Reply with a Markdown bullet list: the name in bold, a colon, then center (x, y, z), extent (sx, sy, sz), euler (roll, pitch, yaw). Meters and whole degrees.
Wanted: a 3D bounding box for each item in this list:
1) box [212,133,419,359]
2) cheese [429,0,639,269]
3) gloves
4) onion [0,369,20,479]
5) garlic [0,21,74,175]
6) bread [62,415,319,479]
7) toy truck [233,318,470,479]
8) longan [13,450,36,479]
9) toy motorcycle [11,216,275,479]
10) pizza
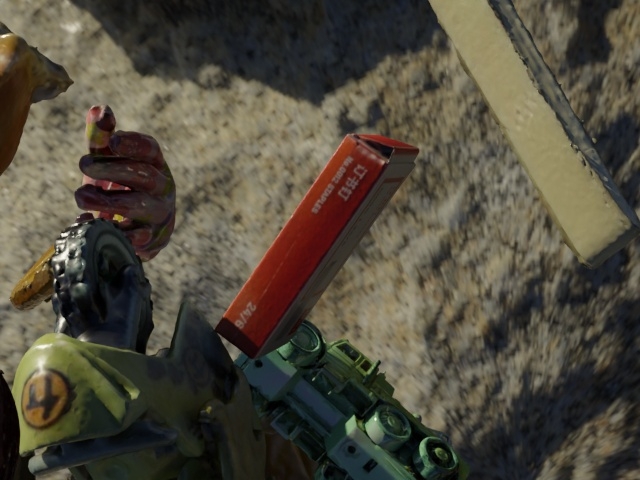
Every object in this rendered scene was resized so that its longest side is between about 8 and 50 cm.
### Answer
- **box**: center (0.000, -0.001, 1.299), extent (0.050, 0.123, 0.229), euler (37, 101, 8)
- **cheese**: center (0.171, -0.159, 1.316), extent (0.034, 0.085, 0.400), euler (-17, 70, -29)
- **gloves**: center (-0.225, -0.061, 1.674), extent (0.126, 0.241, 0.145), euler (12, 66, -11)
- **onion**: center (-0.331, 0.138, 0.966), extent (0.252, 0.252, 0.219), euler (12, 64, 10)
- **garlic**: center (-0.438, -0.141, 1.504), extent (0.249, 0.313, 0.286), euler (-24, 106, 38)
- **bread**: center (-0.134, 0.305, 1.818), extent (0.389, 0.183, 0.236), euler (-3, 82, -17)
- **toy truck**: center (0.032, 0.180, 1.491), extent (0.259, 0.135, 0.128), euler (39, 122, -2)
- **longan**: center (-0.457, 0.279, 1.707), extent (0.248, 0.248, 0.248), euler (-1, 80, 8)
- **toy motorcycle**: center (-0.140, 0.187, 1.255), extent (0.169, 0.237, 0.410), euler (-16, 115, 25)
- **pizza**: center (-0.313, 0.016, 1.845), extent (0.062, 0.188, 0.199), euler (43, 66, -12)
